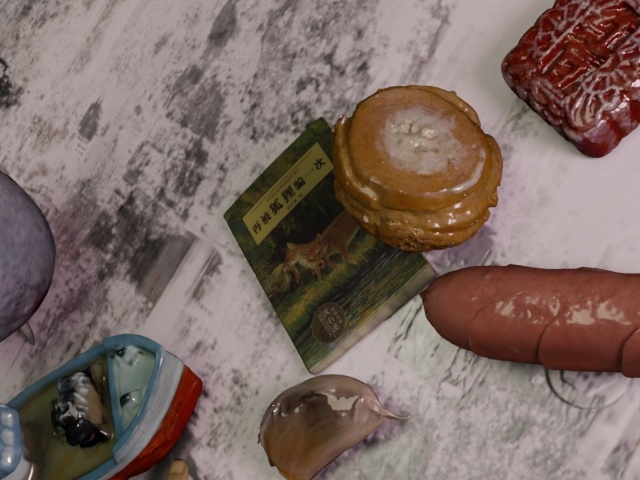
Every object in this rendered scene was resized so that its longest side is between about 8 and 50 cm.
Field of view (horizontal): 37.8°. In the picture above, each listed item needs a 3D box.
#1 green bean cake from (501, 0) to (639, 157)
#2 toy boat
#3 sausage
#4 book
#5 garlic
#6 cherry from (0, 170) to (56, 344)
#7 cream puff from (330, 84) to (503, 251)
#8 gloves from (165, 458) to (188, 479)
[{"bbox_3d":[0.241,-0.158,0.818,0.135,0.056,0.135,-45,52,10],"label":"green bean cake"},{"bbox_3d":[-0.272,0.193,0.980,0.332,0.133,0.145,-30,56,21],"label":"toy boat"},{"bbox_3d":[0.258,0.061,0.698,0.433,0.088,0.087,0,71,36],"label":"sausage"},{"bbox_3d":[0.000,0.000,0.941,0.160,0.024,0.228,-43,53,15],"label":"book"},{"bbox_3d":[0.007,0.160,0.850,0.152,0.066,0.084,-39,81,20],"label":"garlic"},{"bbox_3d":[-0.431,0.014,1.088,0.218,0.296,0.255,-43,24,11],"label":"cherry"},{"bbox_3d":[0.086,-0.059,0.841,0.150,0.115,0.165,-2,58,2],"label":"cream puff"},{"bbox_3d":[-0.158,0.295,0.875,0.129,0.106,0.180,-6,71,35],"label":"gloves"}]
